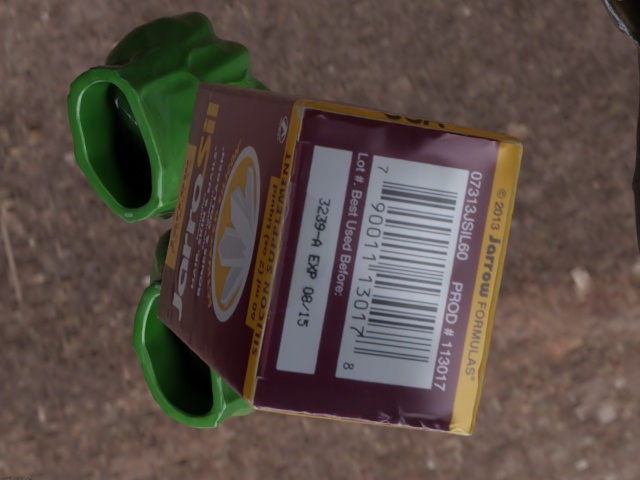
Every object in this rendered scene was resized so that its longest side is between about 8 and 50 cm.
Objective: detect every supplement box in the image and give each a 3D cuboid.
[{"bbox_3d":[0.000,0.000,0.733,0.081,0.188,0.104,9,94,-15],"label":"supplement box"}]

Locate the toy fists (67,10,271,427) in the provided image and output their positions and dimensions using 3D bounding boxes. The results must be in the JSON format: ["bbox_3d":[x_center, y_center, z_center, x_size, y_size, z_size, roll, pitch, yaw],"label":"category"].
[{"bbox_3d":[-0.080,-0.015,1.351,0.142,0.096,0.279,-29,107,-47],"label":"toy fists"}]

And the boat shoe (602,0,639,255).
[{"bbox_3d":[0.204,-0.128,0.913,0.130,0.355,0.132,4,169,-34],"label":"boat shoe"}]

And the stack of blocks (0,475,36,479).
[{"bbox_3d":[0.041,0.142,0.414,0.297,0.087,0.171,19,90,12],"label":"stack of blocks"}]
